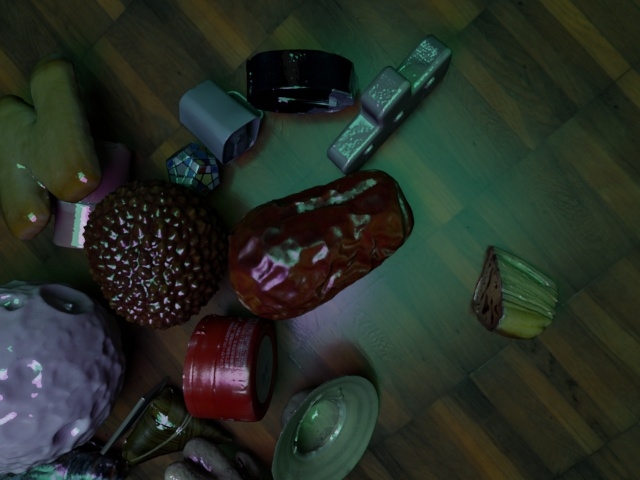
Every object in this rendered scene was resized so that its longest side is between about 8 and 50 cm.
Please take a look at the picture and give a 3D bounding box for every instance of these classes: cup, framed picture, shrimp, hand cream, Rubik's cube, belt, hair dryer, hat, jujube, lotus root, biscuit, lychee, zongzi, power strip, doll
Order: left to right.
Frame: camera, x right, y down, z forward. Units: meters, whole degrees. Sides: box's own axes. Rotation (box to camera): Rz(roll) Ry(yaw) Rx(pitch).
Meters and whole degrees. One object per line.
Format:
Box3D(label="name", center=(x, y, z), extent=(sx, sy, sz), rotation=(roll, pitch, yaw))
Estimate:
Box3D(label="biscuit", center=(-0.511, -0.171, 0.793), extent=(0.236, 0.062, 0.291), rotation=(-27, 75, 20))
Box3D(label="shrimp", center=(-0.589, 0.491, 0.916), extent=(0.371, 0.137, 0.172), rotation=(2, 78, 7))
Box3D(label="hair dryer", center=(-0.556, -0.109, 0.894), extent=(0.351, 0.125, 0.211), rotation=(9, 94, 15))
Box3D(label="framed picture", center=(-0.374, 0.352, 0.893), extent=(0.011, 0.109, 0.149), rotation=(39, 98, 2))
Box3D(label="lychee", center=(-0.283, 0.032, 0.774), extent=(0.271, 0.271, 0.272), rotation=(1, 94, 9))
Box3D(label="zongzi", center=(-0.304, 0.426, 0.910), extent=(0.184, 0.084, 0.187), rotation=(35, 105, -5))
Box3D(label="Rubik's cube", center=(-0.248, -0.133, 0.850), extent=(0.111, 0.093, 0.111), rotation=(1, 93, 11))
Box3D(label="cup", center=(-0.179, -0.232, 0.833), extent=(0.129, 0.095, 0.128), rotation=(43, 62, 6))
Box3D(label="hand cream", center=(-0.159, 0.234, 0.813), extent=(0.125, 0.193, 0.193), rotation=(1, 94, 9))
Box3D(label="doll", center=(-0.146, 0.463, 0.793), extent=(0.278, 0.175, 0.149), rotation=(32, 135, 3))
Box3D(label="belt", center=(-0.031, -0.274, 0.780), extent=(0.198, 0.151, 0.078), rotation=(-1, 89, -1))
Box3D(label="hat", center=(-0.013, 0.344, 0.832), extent=(0.109, 0.251, 0.252), rotation=(25, 100, 48))
Box3D(label="jujube", center=(0.000, 0.000, 0.774), extent=(0.341, 0.216, 0.217), rotation=(-26, 90, -4))
Box3D(label="power strip", center=(0.113, -0.225, 0.738), extent=(0.059, 0.193, 0.265), rotation=(44, 100, 6))
Box3D(label="lotus root", center=(0.342, 0.111, 0.785), extent=(0.135, 0.095, 0.160), rotation=(25, 57, 1))

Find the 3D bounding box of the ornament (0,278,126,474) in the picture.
Box3D(label="ornament", center=(-0.527, 0.228, 0.794), extent=(0.336, 0.337, 0.338), rotation=(1, 94, 9))
